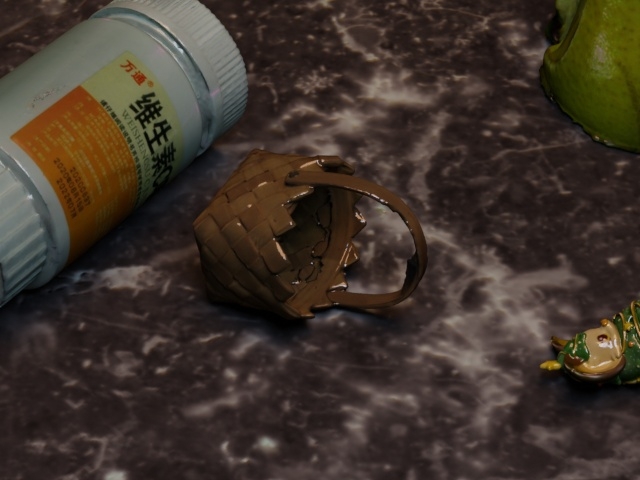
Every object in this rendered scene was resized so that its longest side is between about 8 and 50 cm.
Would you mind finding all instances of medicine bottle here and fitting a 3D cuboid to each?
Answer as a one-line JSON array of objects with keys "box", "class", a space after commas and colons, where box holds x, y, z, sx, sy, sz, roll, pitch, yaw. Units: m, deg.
[{"box": [-0.213, -0.078, 1.577, 0.158, 0.158, 0.318, 27, 46, 23], "class": "medicine bottle"}]

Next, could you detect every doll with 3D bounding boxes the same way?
[{"box": [0.238, 0.097, 1.507, 0.113, 0.076, 0.078, -30, 18, 4], "class": "doll"}]

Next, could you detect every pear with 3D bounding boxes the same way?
[{"box": [0.301, -0.241, 1.736, 0.164, 0.255, 0.238, 9, 47, 4], "class": "pear"}]

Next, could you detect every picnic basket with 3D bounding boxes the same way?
[{"box": [0.000, 0.000, 1.527, 0.179, 0.128, 0.138, 12, 43, 23], "class": "picnic basket"}]
